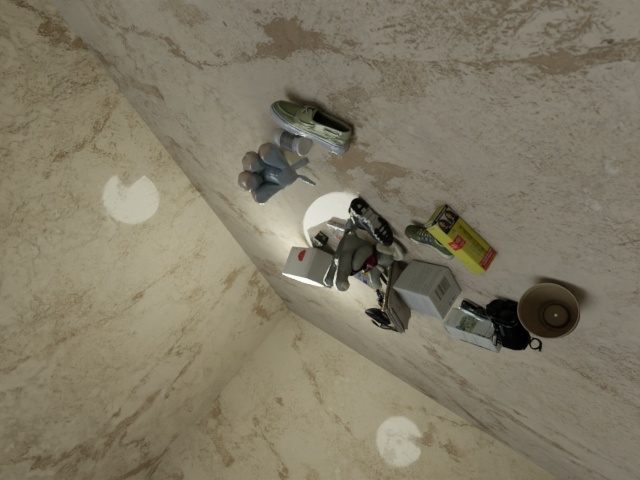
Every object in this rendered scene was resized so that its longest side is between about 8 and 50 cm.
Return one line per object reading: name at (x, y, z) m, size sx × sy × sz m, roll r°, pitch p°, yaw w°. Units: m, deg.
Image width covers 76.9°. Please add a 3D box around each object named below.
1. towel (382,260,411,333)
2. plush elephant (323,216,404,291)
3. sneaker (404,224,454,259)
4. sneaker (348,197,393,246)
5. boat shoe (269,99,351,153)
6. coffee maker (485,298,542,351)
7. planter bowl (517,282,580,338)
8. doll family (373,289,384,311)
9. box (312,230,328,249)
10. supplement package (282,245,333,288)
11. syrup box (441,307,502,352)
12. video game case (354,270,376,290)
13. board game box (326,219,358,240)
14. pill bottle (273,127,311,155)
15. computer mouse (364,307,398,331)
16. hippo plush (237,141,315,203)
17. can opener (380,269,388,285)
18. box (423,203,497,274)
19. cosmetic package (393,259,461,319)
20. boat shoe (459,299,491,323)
towel at (0.334, 0.234, 1.713) m, size 0.049 × 0.282 × 0.187 m, roll -15°, pitch 127°, yaw 29°
plush elephant at (0.191, 0.086, 1.690) m, size 0.255 × 0.330 × 0.272 m, roll 20°, pitch 168°, yaw -10°
sneaker at (0.385, -0.016, 1.387) m, size 0.192 × 0.064 × 0.086 m, roll 33°, pitch 151°, yaw 20°
sneaker at (0.195, -0.066, 1.598) m, size 0.234 × 0.078 × 0.106 m, roll 46°, pitch 162°, yaw -2°
boat shoe at (-0.027, -0.392, 1.315) m, size 0.302 × 0.109 × 0.094 m, roll 29°, pitch 143°, yaw 8°
coffee maker at (0.690, 0.301, 1.439) m, size 0.171 × 0.120 × 0.178 m, roll -3°, pitch 138°, yaw 30°
planter bowl at (0.691, 0.218, 1.204) m, size 0.109 × 0.162 × 0.162 m, roll 24°, pitch 176°, yaw -43°
doll family at (0.343, 0.327, 2.138) m, size 0.193 × 0.076 × 0.111 m, roll 28°, pitch 161°, yaw 39°
box at (0.000, 0.000, 2.107) m, size 0.062 × 0.052 × 0.083 m, roll 38°, pitch 161°, yaw 7°
supplement package at (-0.054, 0.145, 2.252) m, size 0.175 × 0.178 × 0.292 m, roll 25°, pitch 168°, yaw -29°
syrup box at (0.634, 0.368, 1.669) m, size 0.096 × 0.093 × 0.236 m, roll 51°, pitch 157°, yaw -26°
video game case at (0.191, 0.145, 1.940) m, size 0.193 × 0.023 × 0.212 m, roll 32°, pitch 160°, yaw 23°
board game box at (0.106, -0.035, 1.883) m, size 0.154 × 0.026 × 0.103 m, roll 20°, pitch 151°, yaw 44°
pill bottle at (-0.107, -0.370, 1.503) m, size 0.137 × 0.078 × 0.078 m, roll 27°, pitch 156°, yaw 32°
computer mouse at (0.349, 0.463, 2.430) m, size 0.262 × 0.060 × 0.184 m, roll 37°, pitch 158°, yaw -23°
hippo plush at (-0.216, -0.317, 1.666) m, size 0.237 × 0.294 × 0.235 m, roll -124°, pitch 14°, yaw -53°
can opener at (0.284, 0.141, 1.899) m, size 0.059 × 0.073 × 0.186 m, roll -36°, pitch 105°, yaw 26°
box at (0.441, -0.002, 1.271) m, size 0.232 × 0.087 × 0.058 m, roll 44°, pitch 159°, yaw -4°
cosmetic package at (0.423, 0.193, 1.605) m, size 0.183 × 0.151 × 0.151 m, roll 13°, pitch 147°, yaw 53°
boat shoe at (0.619, 0.281, 1.590) m, size 0.142 × 0.049 × 0.040 m, roll 24°, pitch 116°, yaw 28°
